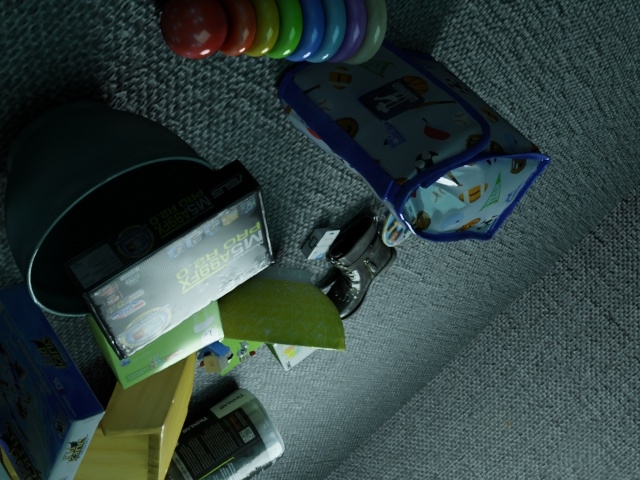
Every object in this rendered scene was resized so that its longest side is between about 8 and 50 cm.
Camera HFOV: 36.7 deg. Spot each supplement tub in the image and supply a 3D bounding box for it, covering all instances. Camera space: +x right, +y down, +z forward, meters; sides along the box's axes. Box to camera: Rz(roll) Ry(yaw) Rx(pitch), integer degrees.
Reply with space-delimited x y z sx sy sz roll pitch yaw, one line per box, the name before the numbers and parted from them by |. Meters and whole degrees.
supplement tub | -0.275 0.527 2.340 0.338 0.207 0.207 -30 154 -21

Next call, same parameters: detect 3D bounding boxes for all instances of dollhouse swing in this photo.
dollhouse swing | -0.447 0.350 1.979 0.346 0.305 0.315 104 1 -52

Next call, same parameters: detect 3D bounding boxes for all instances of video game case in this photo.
video game case | -0.462 0.248 1.533 0.061 0.269 0.244 -14 145 -42

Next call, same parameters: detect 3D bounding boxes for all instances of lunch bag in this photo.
lunch bag | 0.151 -0.171 1.621 0.385 0.328 0.239 -4 133 -50

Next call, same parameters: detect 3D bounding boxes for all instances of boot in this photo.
boot | 0.058 0.061 2.182 0.263 0.091 0.229 -52 154 0

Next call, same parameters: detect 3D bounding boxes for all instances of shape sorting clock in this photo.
shape sorting clock | 0.207 -0.074 2.162 0.206 0.040 0.206 -46 154 -31

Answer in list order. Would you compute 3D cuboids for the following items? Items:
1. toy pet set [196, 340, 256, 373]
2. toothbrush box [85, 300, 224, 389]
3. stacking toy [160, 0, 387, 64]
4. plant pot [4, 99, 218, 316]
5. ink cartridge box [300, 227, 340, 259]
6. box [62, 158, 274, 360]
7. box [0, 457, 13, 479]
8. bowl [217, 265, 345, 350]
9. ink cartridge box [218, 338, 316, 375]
toy pet set | -0.220 0.237 2.071 0.122 0.065 0.114 -11 -172 25
toothbrush box | -0.294 0.094 1.636 0.206 0.122 0.283 -28 146 -18
stacking toy | -0.072 -0.304 1.344 0.330 0.141 0.141 -13 145 -34
plant pot | -0.306 -0.066 1.312 0.293 0.196 0.293 -32 154 -18
ink cartridge box | 0.000 0.000 2.054 0.048 0.028 0.083 -7 140 -50
box | -0.196 0.031 1.321 0.270 0.060 0.216 -32 154 -15
box | -0.624 0.395 1.620 0.168 0.215 0.345 -30 154 -21
bowl | -0.085 0.135 1.973 0.289 0.290 0.156 17 77 -61
ink cartridge box | -0.117 0.238 2.208 0.255 0.097 0.189 -36 155 -10
